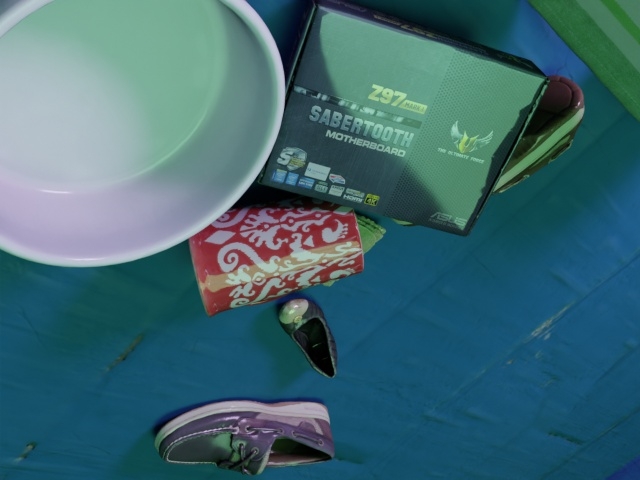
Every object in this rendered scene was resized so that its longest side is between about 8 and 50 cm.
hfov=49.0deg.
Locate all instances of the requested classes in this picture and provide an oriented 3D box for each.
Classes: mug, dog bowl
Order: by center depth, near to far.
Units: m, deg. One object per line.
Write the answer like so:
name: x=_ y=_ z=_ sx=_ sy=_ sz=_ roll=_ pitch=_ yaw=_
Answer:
dog bowl: x=-0.167 y=-0.108 z=0.556 sx=0.265 sy=0.104 sz=0.264 roll=-23 pitch=142 yaw=-20
mug: x=-0.048 y=0.008 z=0.762 sx=0.170 sy=0.113 sz=0.150 roll=-13 pitch=177 yaw=-4

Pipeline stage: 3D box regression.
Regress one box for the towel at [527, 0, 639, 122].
towel: x=0.344 y=-0.204 z=0.581 sx=0.248 sy=0.325 sz=0.038 roll=42 pitch=72 yaw=-12

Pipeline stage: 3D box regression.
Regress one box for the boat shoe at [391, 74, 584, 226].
boat shoe: x=0.196 y=-0.084 z=0.823 sx=0.258 sy=0.095 sz=0.095 roll=-30 pitch=148 yaw=3

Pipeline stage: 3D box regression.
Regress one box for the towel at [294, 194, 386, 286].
towel: x=0.000 y=0.000 z=0.848 sx=0.148 sy=0.027 sz=0.110 roll=23 pitch=119 yaw=-43

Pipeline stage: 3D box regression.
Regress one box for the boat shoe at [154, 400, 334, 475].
boat shoe: x=-0.101 y=0.303 z=1.050 sx=0.285 sy=0.092 sz=0.102 roll=5 pitch=129 yaw=-33

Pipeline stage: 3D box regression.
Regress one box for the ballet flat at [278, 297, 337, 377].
ballet flat: x=-0.009 y=0.131 z=0.959 sx=0.058 sy=0.049 sz=0.173 roll=-30 pitch=139 yaw=1

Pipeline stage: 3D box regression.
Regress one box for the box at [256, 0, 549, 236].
box: x=0.072 y=-0.115 z=0.679 sx=0.233 sy=0.059 sz=0.183 roll=14 pitch=120 yaw=-14
